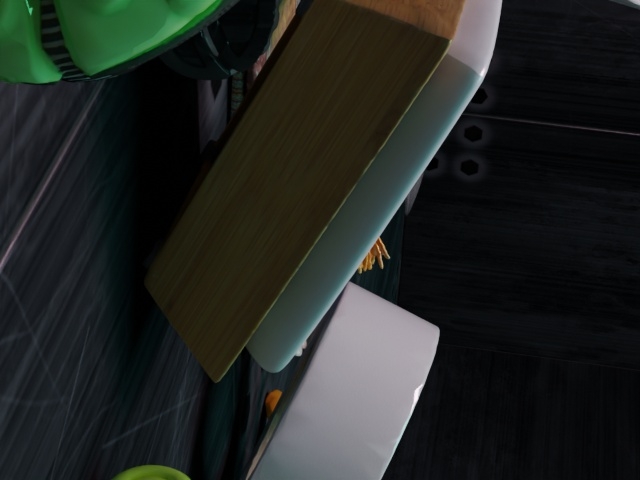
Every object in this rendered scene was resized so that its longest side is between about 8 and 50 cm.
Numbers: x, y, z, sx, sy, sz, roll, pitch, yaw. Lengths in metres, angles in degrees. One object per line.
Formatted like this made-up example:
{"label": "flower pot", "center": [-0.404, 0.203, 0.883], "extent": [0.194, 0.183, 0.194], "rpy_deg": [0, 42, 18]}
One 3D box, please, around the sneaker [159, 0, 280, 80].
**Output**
{"label": "sneaker", "center": [-0.056, -0.236, 0.854], "extent": [0.108, 0.100, 0.271], "rpy_deg": [-92, -167, -70]}

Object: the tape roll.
{"label": "tape roll", "center": [0.002, 0.183, 1.341], "extent": [0.286, 0.100, 0.286], "rpy_deg": [-64, -179, 1]}

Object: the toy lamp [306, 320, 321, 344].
{"label": "toy lamp", "center": [0.010, 0.158, 1.541], "extent": [0.080, 0.080, 0.274], "rpy_deg": [76, 0, -72]}

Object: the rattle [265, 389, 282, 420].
{"label": "rattle", "center": [-0.061, 0.293, 1.615], "extent": [0.130, 0.143, 0.199], "rpy_deg": [-23, 143, -45]}

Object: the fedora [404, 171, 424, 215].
{"label": "fedora", "center": [0.070, -0.174, 1.446], "extent": [0.243, 0.124, 0.275], "rpy_deg": [-59, 166, -68]}

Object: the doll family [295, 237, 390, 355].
{"label": "doll family", "center": [0.000, 0.000, 1.258], "extent": [0.263, 0.118, 0.163], "rpy_deg": [-63, 177, -77]}

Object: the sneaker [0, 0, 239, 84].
{"label": "sneaker", "center": [-0.034, -0.258, 0.580], "extent": [0.202, 0.185, 0.482], "rpy_deg": [75, 24, -62]}

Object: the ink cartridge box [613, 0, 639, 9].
{"label": "ink cartridge box", "center": [0.175, -0.346, 1.408], "extent": [0.353, 0.207, 0.119], "rpy_deg": [14, 101, -47]}

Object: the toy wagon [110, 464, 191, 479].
{"label": "toy wagon", "center": [-0.120, 0.276, 0.925], "extent": [0.344, 0.068, 0.267], "rpy_deg": [-71, 167, -64]}

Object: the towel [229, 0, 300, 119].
{"label": "towel", "center": [-0.026, -0.222, 1.319], "extent": [0.370, 0.040, 0.271], "rpy_deg": [-71, 166, -59]}

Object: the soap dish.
{"label": "soap dish", "center": [0.001, -0.075, 0.970], "extent": [0.291, 0.118, 0.229], "rpy_deg": [-55, -172, 30]}
